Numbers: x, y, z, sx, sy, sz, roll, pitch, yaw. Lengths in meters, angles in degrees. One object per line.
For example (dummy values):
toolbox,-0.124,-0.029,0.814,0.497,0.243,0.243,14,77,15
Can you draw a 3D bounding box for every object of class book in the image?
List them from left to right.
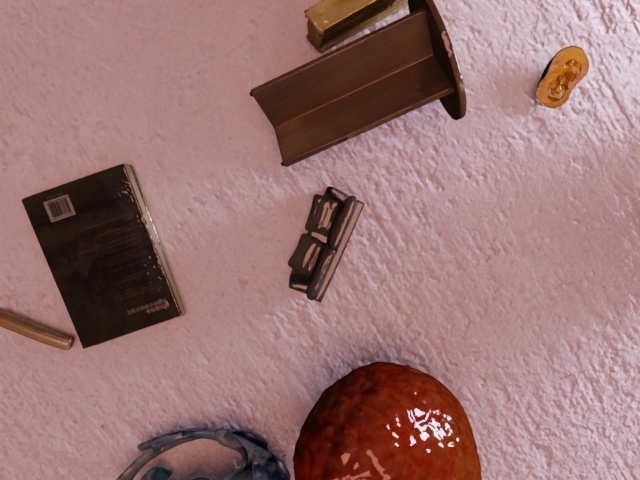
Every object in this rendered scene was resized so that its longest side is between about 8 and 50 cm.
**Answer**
book,-0.304,0.025,0.662,0.160,0.024,0.229,-18,98,2

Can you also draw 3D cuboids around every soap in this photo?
soap,0.096,-0.320,0.587,0.251,0.092,0.037,-30,94,3

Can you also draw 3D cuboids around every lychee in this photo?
lychee,0.091,0.292,0.611,0.299,0.255,0.255,17,99,-38

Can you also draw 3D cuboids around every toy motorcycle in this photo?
toy motorcycle,-0.176,0.374,0.664,0.259,0.154,0.206,-15,75,5

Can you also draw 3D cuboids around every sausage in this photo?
sausage,-0.422,0.126,0.674,0.132,0.024,0.024,23,97,-5

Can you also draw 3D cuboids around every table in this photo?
table,0.040,-0.184,0.584,0.226,0.167,0.167,-22,98,10

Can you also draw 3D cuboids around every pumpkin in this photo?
pumpkin,0.323,-0.221,0.639,0.050,0.028,0.083,29,105,-7

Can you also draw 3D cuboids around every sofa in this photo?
sofa,0.000,0.000,0.635,0.060,0.085,0.147,23,98,-7
